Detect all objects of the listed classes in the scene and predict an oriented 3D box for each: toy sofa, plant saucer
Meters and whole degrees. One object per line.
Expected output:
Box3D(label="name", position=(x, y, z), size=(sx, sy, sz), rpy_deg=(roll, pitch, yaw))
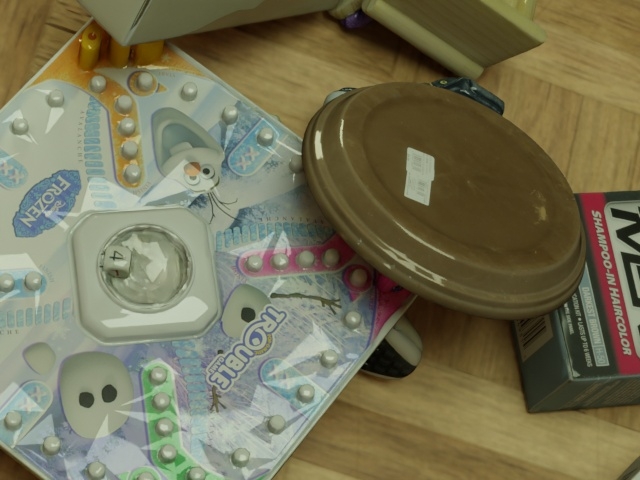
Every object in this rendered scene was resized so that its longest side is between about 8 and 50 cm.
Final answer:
Box3D(label="toy sofa", position=(0.149, -0.349, 1.890), size=(0.150, 0.177, 0.362), rpy_deg=(30, 60, -29))
Box3D(label="plant saucer", position=(0.116, -0.045, 1.634), size=(0.278, 0.041, 0.278), rpy_deg=(18, 40, -16))

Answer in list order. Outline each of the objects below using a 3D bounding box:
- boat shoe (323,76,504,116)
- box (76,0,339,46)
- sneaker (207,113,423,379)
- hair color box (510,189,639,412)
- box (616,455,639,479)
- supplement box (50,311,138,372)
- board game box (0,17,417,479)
Box3D(label="boat shoe", position=(0.092, -0.126, 1.816), size=(0.183, 0.065, 0.083), rpy_deg=(20, 63, -16))
Box3D(label="box", position=(-0.096, -0.282, 1.702), size=(0.148, 0.121, 0.311), rpy_deg=(47, 35, 20))
Box3D(label="sneaker", position=(0.000, 0.000, 1.717), size=(0.292, 0.110, 0.118), rpy_deg=(48, 55, 5))
Box3D(label="hair color box", position=(0.371, 0.051, 1.798), size=(0.375, 0.113, 0.185), rpy_deg=(-3, 69, -19))
Box3D(label="box", position=(0.329, 0.286, 1.702), size=(0.130, 0.091, 0.170), rpy_deg=(-39, 83, -26))
Box3D(label="supplement box", position=(-0.191, 0.092, 1.627), size=(0.083, 0.083, 0.056), rpy_deg=(-36, 81, -26))
Box3D(label="board game box", position=(-0.148, 0.022, 1.587), size=(0.390, 0.050, 0.390), rpy_deg=(36, 64, 8))
